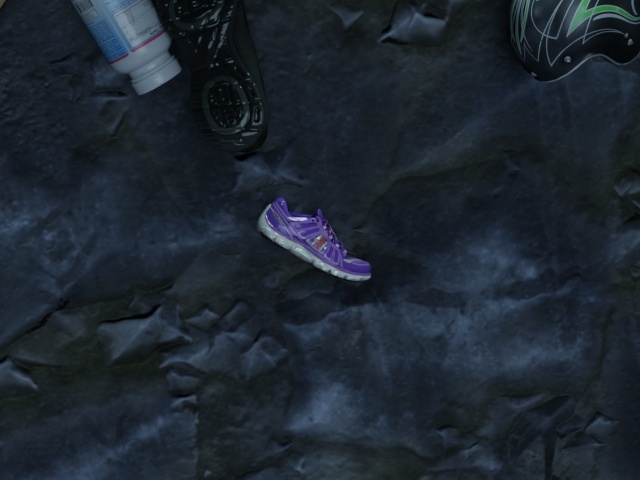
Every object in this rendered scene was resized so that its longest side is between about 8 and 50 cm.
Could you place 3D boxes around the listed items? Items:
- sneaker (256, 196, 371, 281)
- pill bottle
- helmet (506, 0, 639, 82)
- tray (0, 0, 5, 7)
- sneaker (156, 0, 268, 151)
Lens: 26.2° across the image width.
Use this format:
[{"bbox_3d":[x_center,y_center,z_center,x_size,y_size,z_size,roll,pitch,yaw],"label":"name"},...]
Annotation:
[{"bbox_3d":[0.000,0.000,1.823,0.170,0.068,0.071,31,90,-13],"label":"sneaker"},{"bbox_3d":[-0.241,-0.266,1.714,0.087,0.087,0.160,-30,105,-1],"label":"pill bottle"},{"bbox_3d":[0.320,-0.288,1.761,0.161,0.169,0.169,-3,103,-25],"label":"helmet"},{"bbox_3d":[-0.569,-0.383,1.646,0.411,0.076,0.203,34,95,-15],"label":"tray"},{"bbox_3d":[-0.130,-0.241,1.732,0.109,0.130,0.286,-12,82,9],"label":"sneaker"}]
